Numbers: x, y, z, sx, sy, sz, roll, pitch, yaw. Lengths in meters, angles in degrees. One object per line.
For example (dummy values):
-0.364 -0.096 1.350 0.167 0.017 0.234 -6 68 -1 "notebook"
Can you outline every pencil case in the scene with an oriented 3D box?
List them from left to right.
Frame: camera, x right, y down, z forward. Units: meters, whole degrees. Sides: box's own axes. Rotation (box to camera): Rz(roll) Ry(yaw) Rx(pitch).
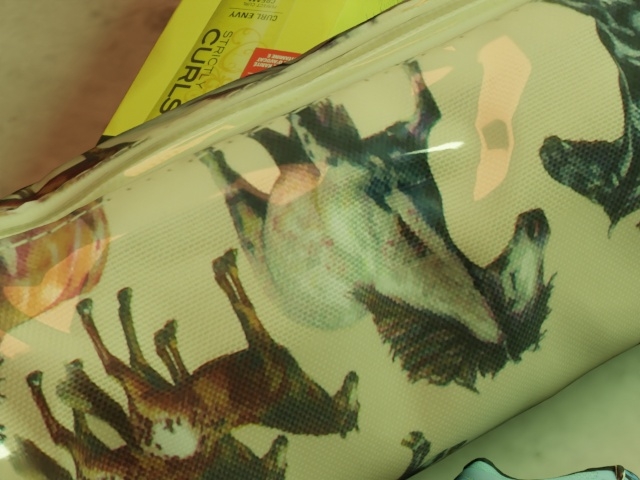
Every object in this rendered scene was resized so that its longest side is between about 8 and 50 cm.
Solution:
0.000 0.000 0.676 0.410 0.184 0.160 -26 26 -17 "pencil case"

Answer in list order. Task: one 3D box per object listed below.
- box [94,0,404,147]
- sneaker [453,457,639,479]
-0.035 -0.063 0.849 0.087 0.058 0.232 9 51 23 "box"
0.110 0.108 0.654 0.162 0.063 0.073 10 48 22 "sneaker"
